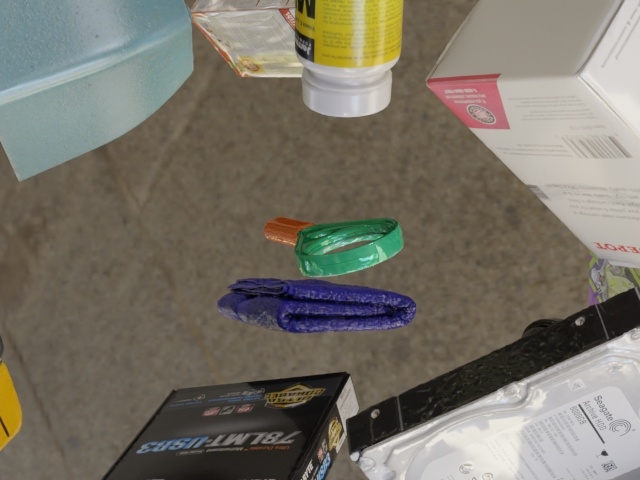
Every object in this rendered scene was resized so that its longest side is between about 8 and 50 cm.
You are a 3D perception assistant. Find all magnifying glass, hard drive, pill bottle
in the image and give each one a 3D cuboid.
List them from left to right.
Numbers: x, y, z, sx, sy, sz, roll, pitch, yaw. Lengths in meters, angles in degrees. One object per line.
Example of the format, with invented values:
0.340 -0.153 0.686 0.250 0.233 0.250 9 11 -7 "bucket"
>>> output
0.000 0.000 1.058 0.231 0.092 0.026 18 127 66 "magnifying glass"
0.031 -0.247 1.274 0.119 0.119 0.208 32 132 42 "pill bottle"
0.229 0.209 1.248 0.339 0.237 0.064 -27 36 15 "hard drive"

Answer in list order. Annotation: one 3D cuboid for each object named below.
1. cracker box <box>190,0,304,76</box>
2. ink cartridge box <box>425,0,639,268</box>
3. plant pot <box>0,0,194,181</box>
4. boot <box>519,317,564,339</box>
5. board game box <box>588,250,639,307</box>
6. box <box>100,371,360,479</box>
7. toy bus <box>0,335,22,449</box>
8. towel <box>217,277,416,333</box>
-0.071 -0.325 1.833 0.232 0.155 0.067 8 61 40 "cracker box"
0.265 -0.097 1.057 0.117 0.283 0.207 -57 28 -14 "ink cartridge box"
-0.288 -0.253 1.403 0.247 0.252 0.247 108 143 -72 "plant pot"
0.292 0.249 1.572 0.131 0.260 0.348 -57 45 37 "boot"
0.481 0.151 1.768 0.208 0.056 0.346 33 137 51 "board game box"
-0.124 0.291 1.621 0.296 0.293 0.073 -7 110 22 "box"
-0.447 0.087 1.279 0.108 0.130 0.332 -14 107 24 "toy bus"
-0.012 0.091 1.826 0.308 0.228 0.076 -177 86 -69 "towel"
